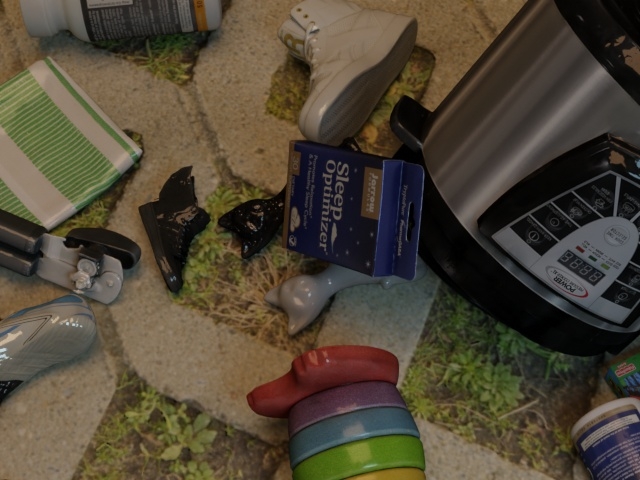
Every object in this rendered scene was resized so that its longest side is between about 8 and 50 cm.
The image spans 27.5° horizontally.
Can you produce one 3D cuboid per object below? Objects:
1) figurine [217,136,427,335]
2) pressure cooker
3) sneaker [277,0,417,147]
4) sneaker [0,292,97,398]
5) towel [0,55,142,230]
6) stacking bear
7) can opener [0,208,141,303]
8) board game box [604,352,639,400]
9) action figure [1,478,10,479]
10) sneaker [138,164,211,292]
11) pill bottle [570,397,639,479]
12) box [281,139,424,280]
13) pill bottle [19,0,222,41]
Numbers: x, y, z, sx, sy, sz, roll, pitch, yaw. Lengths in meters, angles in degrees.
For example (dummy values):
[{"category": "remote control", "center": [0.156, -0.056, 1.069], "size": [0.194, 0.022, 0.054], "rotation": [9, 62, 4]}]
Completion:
[{"category": "figurine", "center": [0.000, 0.000, 1.688], "size": [0.209, 0.092, 0.215], "rotation": [-28, 61, -7]}, {"category": "pressure cooker", "center": [0.304, -0.070, 1.528], "size": [0.375, 0.420, 0.370], "rotation": [5, 45, -46]}, {"category": "sneaker", "center": [0.001, -0.241, 1.817], "size": [0.169, 0.108, 0.292], "rotation": [21, 45, 17]}, {"category": "sneaker", "center": [-0.390, 0.137, 1.613], "size": [0.237, 0.085, 0.086], "rotation": [-23, 33, -9]}, {"category": "towel", "center": [-0.435, -0.098, 1.781], "size": [0.325, 0.038, 0.248], "rotation": [-37, 64, -20]}, {"category": "stacking bear", "center": [0.045, 0.281, 1.461], "size": [0.164, 0.175, 0.289], "rotation": [2, 63, -34]}, {"category": "can opener", "center": [-0.374, 0.003, 1.682], "size": [0.280, 0.074, 0.093], "rotation": [19, 32, 1]}, {"category": "board game box", "center": [0.467, 0.211, 1.560], "size": [0.160, 0.039, 0.211], "rotation": [-23, 61, -13]}, {"category": "action figure", "center": [-0.378, 0.399, 1.397], "size": [0.099, 0.185, 0.285], "rotation": [32, 41, -19]}, {"category": "sneaker", "center": [-0.183, -0.016, 1.713], "size": [0.089, 0.051, 0.170], "rotation": [-21, 56, -6]}, {"category": "pill bottle", "center": [0.362, 0.273, 1.489], "size": [0.094, 0.094, 0.169], "rotation": [-18, 58, -10]}, {"category": "box", "center": [0.033, -0.038, 1.538], "size": [0.036, 0.136, 0.225], "rotation": [-3, 12, -38]}, {"category": "pill bottle", "center": [-0.286, -0.371, 1.878], "size": [0.278, 0.162, 0.162], "rotation": [-6, 57, -3]}]
